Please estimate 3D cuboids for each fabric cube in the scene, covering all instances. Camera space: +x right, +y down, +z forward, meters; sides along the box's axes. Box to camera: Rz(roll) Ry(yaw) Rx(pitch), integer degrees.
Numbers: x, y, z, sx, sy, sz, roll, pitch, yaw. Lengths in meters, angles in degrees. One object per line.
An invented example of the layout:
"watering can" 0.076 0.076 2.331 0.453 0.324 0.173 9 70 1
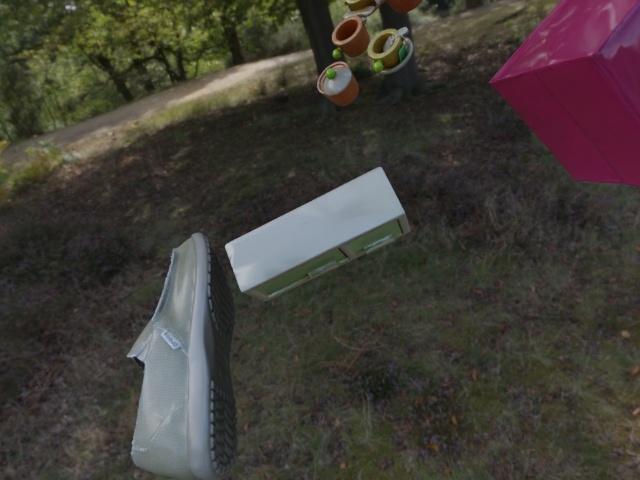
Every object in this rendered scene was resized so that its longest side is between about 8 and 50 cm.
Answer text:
"fabric cube" 0.489 -0.264 0.747 0.254 0.258 0.259 -47 15 1

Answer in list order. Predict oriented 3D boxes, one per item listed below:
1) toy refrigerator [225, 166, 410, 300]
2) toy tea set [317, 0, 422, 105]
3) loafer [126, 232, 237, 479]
"toy refrigerator" 0.000 0.000 0.752 0.269 0.094 0.102 -26 -20 7
"toy tea set" 0.087 -0.433 0.941 0.200 0.124 0.336 1 69 37
"loafer" -0.141 0.102 0.482 0.092 0.102 0.268 -12 48 0
